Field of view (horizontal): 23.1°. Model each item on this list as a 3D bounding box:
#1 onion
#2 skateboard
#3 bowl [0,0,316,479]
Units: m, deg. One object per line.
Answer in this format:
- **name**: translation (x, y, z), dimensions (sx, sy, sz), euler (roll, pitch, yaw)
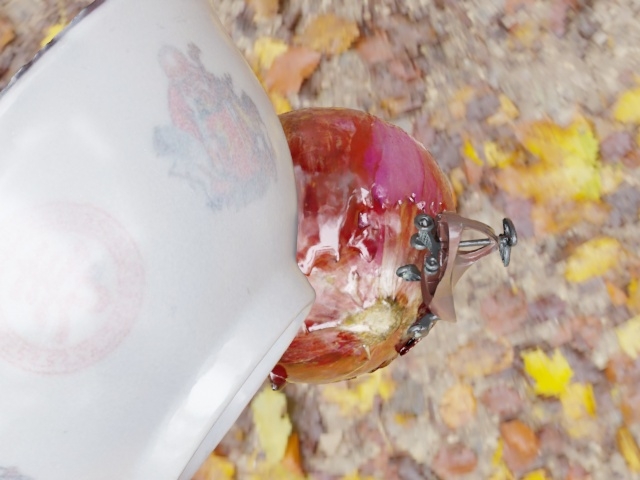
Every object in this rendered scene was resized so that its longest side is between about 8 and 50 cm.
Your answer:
- **onion**: translation (0.000, 0.000, 1.467), dimensions (0.276, 0.276, 0.276), euler (0, 107, 0)
- **skateboard**: translation (0.113, 0.021, 1.298), dimensions (0.080, 0.151, 0.067), euler (-5, 63, -8)
- **bowl**: translation (-0.105, 0.040, 0.825), dimensions (0.157, 0.345, 0.345), euler (36, 104, 4)
